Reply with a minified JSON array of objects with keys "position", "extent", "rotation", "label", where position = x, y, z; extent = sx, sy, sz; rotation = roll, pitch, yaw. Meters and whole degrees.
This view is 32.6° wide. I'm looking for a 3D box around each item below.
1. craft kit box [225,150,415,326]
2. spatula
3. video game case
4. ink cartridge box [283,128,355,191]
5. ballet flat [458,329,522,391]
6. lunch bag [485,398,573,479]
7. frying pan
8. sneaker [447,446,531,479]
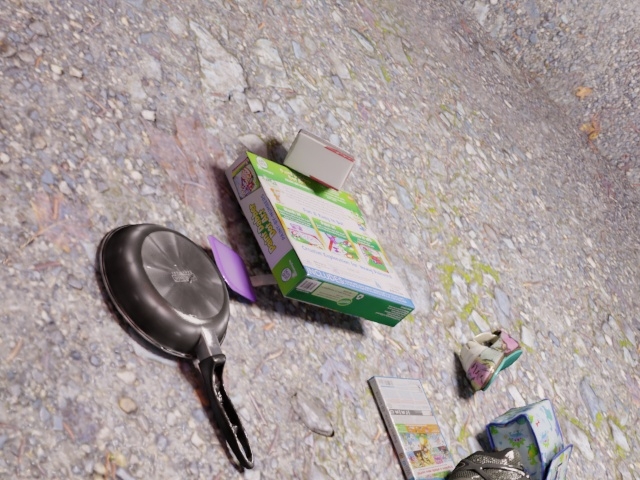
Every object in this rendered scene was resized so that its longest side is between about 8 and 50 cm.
[{"position":[0.000,0.000,1.613],"extent":[0.250,0.061,0.246],"rotation":[20,36,-46],"label":"craft kit box"},{"position":[-0.052,0.060,1.536],"extent":[0.296,0.030,0.084],"rotation":[18,42,-47],"label":"spatula"},{"position":[0.137,0.276,1.593],"extent":[0.119,0.015,0.166],"rotation":[13,48,-50],"label":"video game case"},{"position":[-0.002,-0.127,1.710],"extent":[0.099,0.056,0.135],"rotation":[27,8,-3],"label":"ink cartridge box"},{"position":[0.279,0.196,1.841],"extent":[0.079,0.077,0.221],"rotation":[40,21,14],"label":"ballet flat"},{"position":[0.342,0.342,1.747],"extent":[0.129,0.096,0.151],"rotation":[-7,79,-60],"label":"lunch bag"},{"position":[-0.169,0.104,1.309],"extent":[0.197,0.053,0.326],"rotation":[23,38,-41],"label":"frying pan"},{"position":[0.294,0.370,1.560],"extent":[0.228,0.087,0.130],"rotation":[23,42,9],"label":"sneaker"}]
